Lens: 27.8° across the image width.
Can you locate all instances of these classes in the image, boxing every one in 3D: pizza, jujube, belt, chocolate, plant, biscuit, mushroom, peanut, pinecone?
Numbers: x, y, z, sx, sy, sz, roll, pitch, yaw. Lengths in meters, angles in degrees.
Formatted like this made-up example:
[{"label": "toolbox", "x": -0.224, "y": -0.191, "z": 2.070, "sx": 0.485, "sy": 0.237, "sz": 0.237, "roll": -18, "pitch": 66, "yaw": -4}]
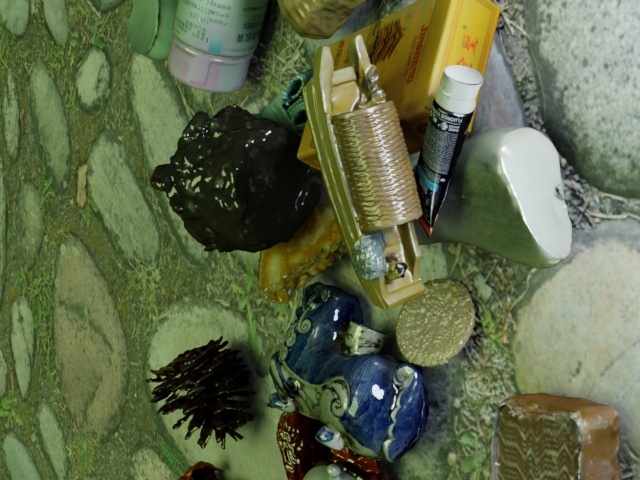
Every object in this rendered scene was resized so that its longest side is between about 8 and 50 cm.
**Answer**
[{"label": "pizza", "x": 0.000, "y": 0.000, "z": 1.807, "sx": 0.199, "sy": 0.062, "sz": 0.188, "roll": -8, "pitch": 60, "yaw": 45}, {"label": "jujube", "x": -0.026, "y": 0.304, "z": 1.875, "sx": 0.077, "sy": 0.077, "sz": 0.129, "roll": -8, "pitch": 86, "yaw": 55}, {"label": "belt", "x": -0.069, "y": -0.173, "z": 1.882, "sx": 0.302, "sy": 0.072, "sz": 0.087, "roll": -23, "pitch": 81, "yaw": 53}, {"label": "chocolate", "x": 0.267, "y": 0.281, "z": 1.436, "sx": 0.148, "sy": 0.093, "sz": 0.214, "roll": 5, "pitch": 98, "yaw": 56}, {"label": "plant", "x": -0.120, "y": -0.082, "z": 1.804, "sx": 0.234, "sy": 0.178, "sz": 0.204, "roll": 10, "pitch": 144, "yaw": 53}, {"label": "biscuit", "x": 0.143, "y": 0.102, "z": 1.620, "sx": 0.120, "sy": 0.015, "sz": 0.120, "roll": -19, "pitch": 58, "yaw": 34}, {"label": "mushroom", "x": 0.161, "y": -0.040, "z": 1.522, "sx": 0.329, "sy": 0.122, "sz": 0.159, "roll": -10, "pitch": 67, "yaw": 57}, {"label": "peanut", "x": 0.016, "y": -0.379, "z": 1.704, "sx": 0.233, "sy": 0.110, "sz": 0.197, "roll": -29, "pitch": 71, "yaw": 55}, {"label": "pinecone", "x": -0.175, "y": 0.246, "z": 2.026, "sx": 0.165, "sy": 0.163, "sz": 0.163, "roll": 59, "pitch": 141, "yaw": 5}]

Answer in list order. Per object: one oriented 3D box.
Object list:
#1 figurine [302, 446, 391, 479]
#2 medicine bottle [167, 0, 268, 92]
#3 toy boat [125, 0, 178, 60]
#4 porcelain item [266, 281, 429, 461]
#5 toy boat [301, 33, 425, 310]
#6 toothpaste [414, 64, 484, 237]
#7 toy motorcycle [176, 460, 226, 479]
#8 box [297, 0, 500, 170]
[{"label": "figurine", "x": 0.021, "y": 0.378, "z": 1.763, "sx": 0.183, "sy": 0.160, "sz": 0.226, "roll": 27, "pitch": 110, "yaw": 50}, {"label": "medicine bottle", "x": -0.155, "y": -0.321, "z": 1.936, "sx": 0.135, "sy": 0.135, "sz": 0.168, "roll": 48, "pitch": 130, "yaw": 41}, {"label": "toy boat", "x": -0.263, "y": -0.370, "z": 2.157, "sx": 0.207, "sy": 0.079, "sz": 0.134, "roll": 47, "pitch": 124, "yaw": 56}, {"label": "porcelain item", "x": 0.043, "y": 0.175, "z": 1.734, "sx": 0.288, "sy": 0.138, "sz": 0.186, "roll": 26, "pitch": 98, "yaw": 56}, {"label": "toy boat", "x": 0.056, "y": -0.075, "z": 1.464, "sx": 0.115, "sy": 0.089, "sz": 0.310, "roll": -9, "pitch": 97, "yaw": 59}, {"label": "toothpaste", "x": 0.132, "y": -0.101, "z": 1.437, "sx": 0.071, "sy": 0.045, "sz": 0.193, "roll": -117, "pitch": 33, "yaw": -50}, {"label": "toy motorcycle", "x": -0.160, "y": 0.452, "z": 2.078, "sx": 0.298, "sy": 0.089, "sz": 0.171, "roll": 16, "pitch": 108, "yaw": 54}, {"label": "box", "x": 0.091, "y": -0.189, "z": 1.589, "sx": 0.274, "sy": 0.076, "sz": 0.174, "roll": -16, "pitch": 55, "yaw": 55}]
